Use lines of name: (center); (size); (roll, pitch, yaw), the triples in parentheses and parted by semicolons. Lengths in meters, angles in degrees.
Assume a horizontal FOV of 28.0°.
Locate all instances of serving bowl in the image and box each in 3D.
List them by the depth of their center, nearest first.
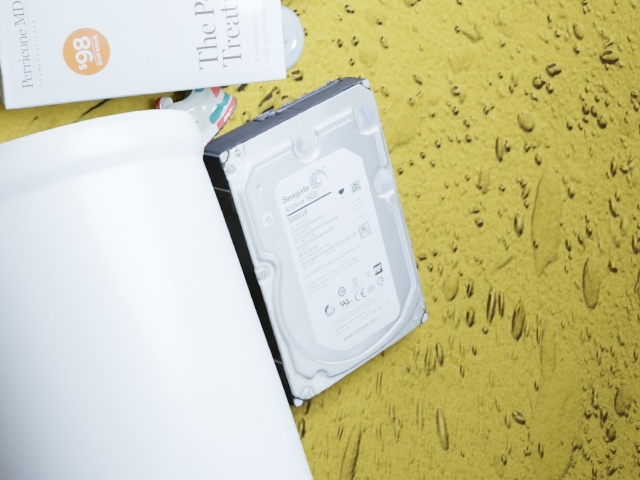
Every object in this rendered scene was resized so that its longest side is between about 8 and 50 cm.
serving bowl: (-0.049, -0.233, 1.484); (0.083, 0.027, 0.083); (-8, 103, -38)

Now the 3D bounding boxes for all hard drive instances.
hard drive: (0.000, 0.000, 1.552); (0.237, 0.064, 0.339); (-30, 116, -32)

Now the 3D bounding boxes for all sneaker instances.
sneaker: (-0.163, -0.115, 1.406); (0.075, 0.057, 0.161); (41, 74, -20)

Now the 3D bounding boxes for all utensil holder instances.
utensil holder: (-0.193, 0.124, 1.079); (0.327, 0.327, 0.385); (-20, 87, -35)

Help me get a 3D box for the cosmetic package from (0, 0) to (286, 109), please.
cosmetic package: (-0.192, -0.331, 1.246); (0.284, 0.097, 0.377); (-8, 105, -14)
